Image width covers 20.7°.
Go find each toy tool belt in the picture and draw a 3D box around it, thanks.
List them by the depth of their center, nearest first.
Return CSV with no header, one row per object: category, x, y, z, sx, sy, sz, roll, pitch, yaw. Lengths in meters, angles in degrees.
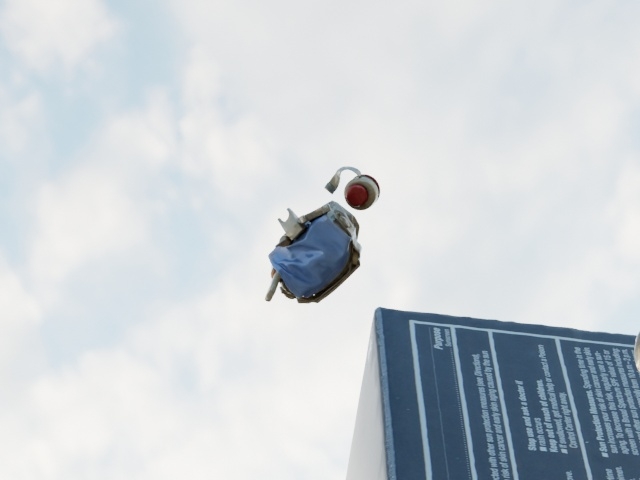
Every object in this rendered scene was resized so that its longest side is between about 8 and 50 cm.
toy tool belt,0.000,0.000,1.003,0.083,0.052,0.051,-52,-7,24

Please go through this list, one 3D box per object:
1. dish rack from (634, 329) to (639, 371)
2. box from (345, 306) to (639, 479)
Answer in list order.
dish rack,0.232,-0.003,0.448,0.208,0.074,0.271,8,-42,-19
box,0.168,0.203,1.087,0.294,0.296,0.183,7,-59,-5
